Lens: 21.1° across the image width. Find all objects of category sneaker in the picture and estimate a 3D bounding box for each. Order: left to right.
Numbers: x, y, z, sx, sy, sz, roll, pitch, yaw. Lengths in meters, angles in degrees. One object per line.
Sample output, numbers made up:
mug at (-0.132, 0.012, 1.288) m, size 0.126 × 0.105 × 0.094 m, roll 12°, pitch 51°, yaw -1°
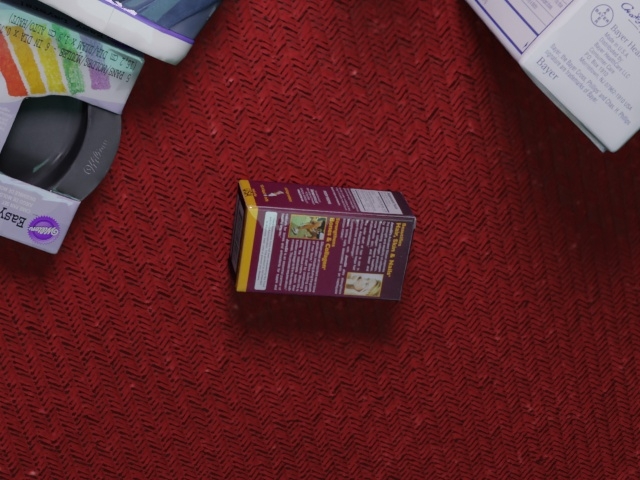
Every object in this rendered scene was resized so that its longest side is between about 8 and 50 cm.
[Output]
sneaker at (-0.216, -0.340, 1.672) m, size 0.323 × 0.130 × 0.236 m, roll 27°, pitch 97°, yaw -16°

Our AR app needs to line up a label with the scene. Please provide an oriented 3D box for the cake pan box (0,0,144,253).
cake pan box at (-0.339, -0.135, 1.766) m, size 0.267 × 0.070 × 0.246 m, roll 21°, pitch 111°, yaw -20°

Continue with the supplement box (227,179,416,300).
supplement box at (0.000, 0.000, 1.886) m, size 0.188 × 0.081 × 0.104 m, roll 4°, pitch 114°, yaw -12°

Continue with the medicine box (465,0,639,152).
medicine box at (0.308, -0.275, 1.715) m, size 0.289 × 0.263 × 0.149 m, roll -44°, pitch 116°, yaw 11°
